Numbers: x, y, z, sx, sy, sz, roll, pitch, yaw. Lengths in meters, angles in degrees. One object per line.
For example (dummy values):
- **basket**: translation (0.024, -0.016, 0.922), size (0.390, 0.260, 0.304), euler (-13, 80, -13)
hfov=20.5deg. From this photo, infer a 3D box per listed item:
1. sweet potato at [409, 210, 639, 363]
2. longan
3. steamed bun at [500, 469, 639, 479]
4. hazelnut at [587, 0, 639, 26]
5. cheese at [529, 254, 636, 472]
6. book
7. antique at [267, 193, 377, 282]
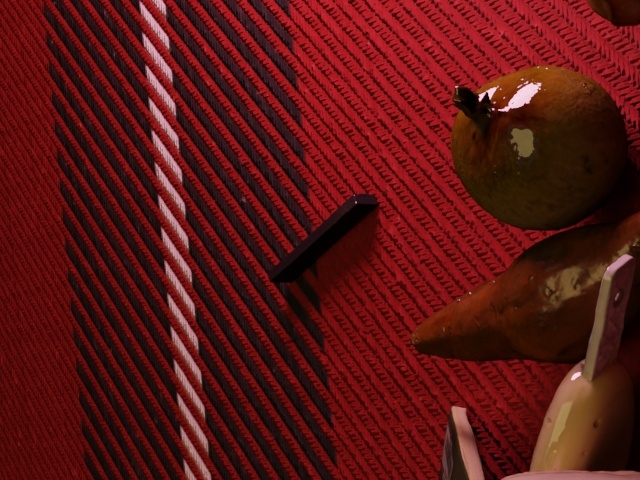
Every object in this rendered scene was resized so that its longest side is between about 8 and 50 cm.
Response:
- **sweet potato**: translation (0.211, 0.054, 1.543), size (0.359, 0.112, 0.112), euler (-39, 61, 52)
- **longan**: translation (0.182, -0.085, 1.524), size (0.155, 0.176, 0.145), euler (-38, 38, 32)
- **steamed bun**: translation (0.212, 0.325, 1.418), size (0.272, 0.290, 0.273), euler (-36, 44, 56)
- **hazelnut**: translation (0.258, -0.225, 1.491), size (0.086, 0.086, 0.086), euler (5, 96, 55)
- **cheese**: translation (0.227, 0.123, 1.472), size (0.050, 0.127, 0.255), euler (27, 131, 30)
- **book**: translation (0.118, 0.324, 1.681), size (0.201, 0.026, 0.289), euler (-97, 14, -73)
- **antique**: translation (0.000, 0.000, 1.911), size (0.192, 0.031, 0.015), euler (-43, 58, 48)
